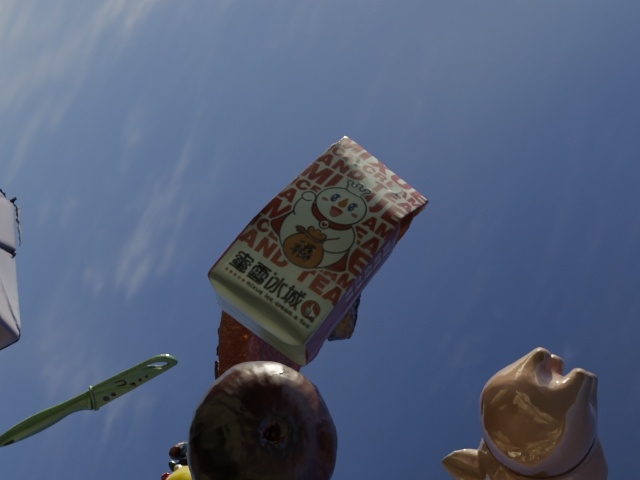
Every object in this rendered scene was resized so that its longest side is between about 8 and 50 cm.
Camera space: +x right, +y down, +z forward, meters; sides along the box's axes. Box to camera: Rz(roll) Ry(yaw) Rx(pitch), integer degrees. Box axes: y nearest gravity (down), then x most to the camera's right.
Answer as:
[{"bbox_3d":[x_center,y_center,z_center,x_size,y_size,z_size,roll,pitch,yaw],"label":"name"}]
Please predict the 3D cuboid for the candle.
[{"bbox_3d":[-0.111,0.210,1.945,0.131,0.287,0.317,2,-142,38],"label":"candle"}]

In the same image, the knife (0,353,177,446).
[{"bbox_3d":[-0.233,0.161,0.843,0.207,0.030,0.014,-27,-140,8],"label":"knife"}]

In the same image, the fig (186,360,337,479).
[{"bbox_3d":[-0.093,0.302,1.286,0.214,0.235,0.235,6,-106,61],"label":"fig"}]

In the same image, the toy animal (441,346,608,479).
[{"bbox_3d":[0.338,0.311,1.323,0.237,0.326,0.269,33,-90,35],"label":"toy animal"}]

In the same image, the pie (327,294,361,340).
[{"bbox_3d":[0.058,0.056,1.619,0.086,0.308,0.308,19,-98,9],"label":"pie"}]

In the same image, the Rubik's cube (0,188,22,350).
[{"bbox_3d":[-0.431,0.006,0.776,0.225,0.221,0.231,-28,-138,1],"label":"Rubik's cube"}]

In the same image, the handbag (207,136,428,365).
[{"bbox_3d":[0.000,0.000,1.146,0.171,0.151,0.298,35,-105,11],"label":"handbag"}]

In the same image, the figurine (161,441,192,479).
[{"bbox_3d":[-0.245,0.452,1.578,0.185,0.234,0.127,9,-67,26],"label":"figurine"}]
